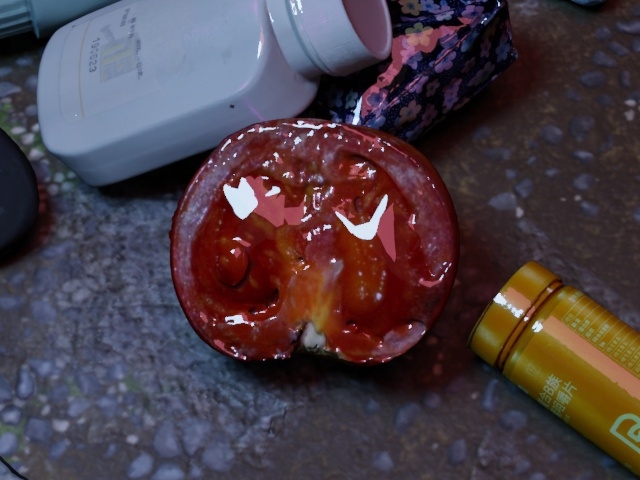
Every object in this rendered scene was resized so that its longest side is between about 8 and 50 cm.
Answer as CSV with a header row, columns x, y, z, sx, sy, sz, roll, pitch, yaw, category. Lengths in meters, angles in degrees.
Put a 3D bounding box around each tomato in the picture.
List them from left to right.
x,y,z,sx,sy,sz,roll,pitch,yaw,category
0.000,0.000,1.331,0.233,0.139,0.200,6,95,7,tomato

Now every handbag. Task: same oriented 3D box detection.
x,y,z,sx,sy,sz,roll,pitch,yaw,category
0.037,-0.178,1.447,0.229,0.127,0.208,-41,60,-7,handbag

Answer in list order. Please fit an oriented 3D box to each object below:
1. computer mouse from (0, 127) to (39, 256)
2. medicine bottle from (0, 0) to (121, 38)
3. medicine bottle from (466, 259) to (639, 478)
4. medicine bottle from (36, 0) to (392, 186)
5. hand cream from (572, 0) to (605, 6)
x,y,z,sx,sy,sz,roll,pitch,yaw,category
-0.366,-0.080,1.371,0.270,0.086,0.137,33,86,-16,computer mouse
-0.181,-0.285,1.481,0.318,0.158,0.158,-17,63,-11,medicine bottle
0.223,0.107,1.314,0.192,0.096,0.096,37,66,16,medicine bottle
-0.092,-0.156,1.369,0.296,0.111,0.161,-19,52,24,medicine bottle
0.206,-0.282,1.561,0.175,0.046,0.095,28,64,20,hand cream
